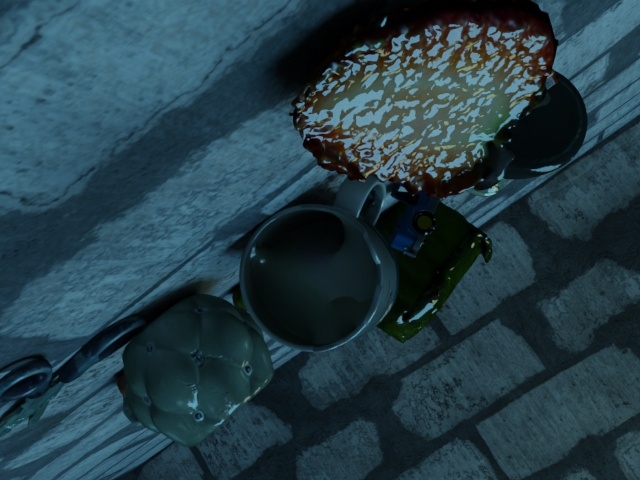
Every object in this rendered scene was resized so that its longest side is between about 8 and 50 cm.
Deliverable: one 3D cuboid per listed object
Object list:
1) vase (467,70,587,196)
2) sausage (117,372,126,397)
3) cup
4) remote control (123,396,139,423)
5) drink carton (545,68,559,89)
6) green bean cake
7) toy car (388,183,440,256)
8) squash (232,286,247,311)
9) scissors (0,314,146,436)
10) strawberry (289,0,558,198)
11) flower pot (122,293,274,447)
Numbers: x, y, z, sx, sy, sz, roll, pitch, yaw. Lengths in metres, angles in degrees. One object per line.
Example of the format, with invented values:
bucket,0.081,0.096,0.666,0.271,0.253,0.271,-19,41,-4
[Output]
vase,0.318,-0.169,1.315,0.173,0.173,0.321,-33,176,-6
sausage,-0.325,0.253,1.496,0.154,0.062,0.062,-34,169,-1
cup,0.024,0.029,1.214,0.289,0.219,0.257,-67,166,4
remote control,-0.274,0.258,1.567,0.296,0.056,0.140,-34,-157,-2
drink carton,0.199,-0.185,1.026,0.223,0.096,0.071,-38,168,19
green bean cake,0.224,0.077,1.744,0.319,0.218,0.335,-54,162,2
toy car,0.178,-0.066,1.451,0.097,0.100,0.191,102,12,-75
squash,-0.133,0.114,1.493,0.052,0.052,0.183,-35,172,5
scissors,-0.439,0.245,1.211,0.256,0.029,0.383,-25,165,-47
strawberry,0.095,-0.172,0.784,0.306,0.137,0.233,8,123,-37
flower pot,-0.203,0.206,1.245,0.246,0.195,0.246,-40,176,-3
